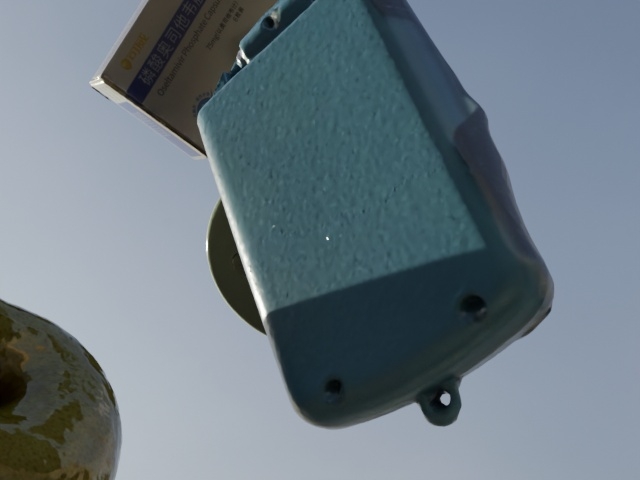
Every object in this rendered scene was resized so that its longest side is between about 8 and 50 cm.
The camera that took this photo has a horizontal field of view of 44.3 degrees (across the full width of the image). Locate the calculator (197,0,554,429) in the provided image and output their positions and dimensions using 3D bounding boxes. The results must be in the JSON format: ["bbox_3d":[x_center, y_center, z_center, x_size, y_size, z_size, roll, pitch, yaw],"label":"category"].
[{"bbox_3d":[0.019,-0.031,0.458,0.173,0.293,0.051,-35,-30,26],"label":"calculator"}]

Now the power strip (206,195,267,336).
[{"bbox_3d":[0.000,0.000,1.309,0.357,0.161,0.357,5,-68,11],"label":"power strip"}]

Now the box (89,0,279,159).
[{"bbox_3d":[-0.171,-0.315,1.179,0.200,0.343,0.065,36,-18,-30],"label":"box"}]

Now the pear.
[{"bbox_3d":[-0.245,0.136,0.466,0.211,0.188,0.228,-42,-52,14],"label":"pear"}]
